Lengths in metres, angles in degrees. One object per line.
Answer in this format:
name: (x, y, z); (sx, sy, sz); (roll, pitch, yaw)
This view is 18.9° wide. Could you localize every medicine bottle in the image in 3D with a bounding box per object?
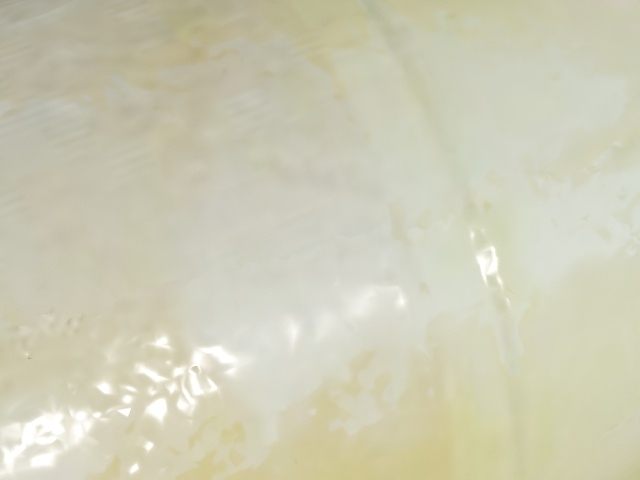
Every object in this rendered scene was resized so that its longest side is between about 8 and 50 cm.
medicine bottle: (0.000, 0.000, 0.618); (0.406, 0.236, 0.236); (-20, 82, -21)
